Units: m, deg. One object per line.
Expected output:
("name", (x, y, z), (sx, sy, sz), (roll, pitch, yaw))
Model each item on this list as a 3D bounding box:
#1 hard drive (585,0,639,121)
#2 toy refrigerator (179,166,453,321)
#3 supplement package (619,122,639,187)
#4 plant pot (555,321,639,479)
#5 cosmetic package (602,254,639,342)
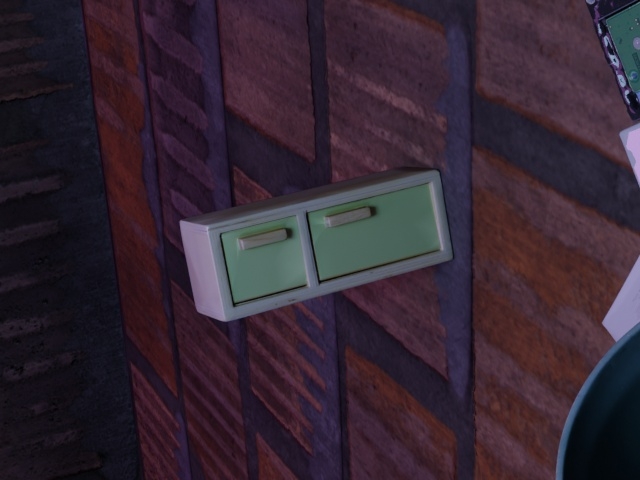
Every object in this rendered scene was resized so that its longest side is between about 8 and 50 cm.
("hard drive", (0.245, -0.273, 0.886), (0.237, 0.064, 0.339), (-25, 84, 55))
("toy refrigerator", (0.000, 0.000, 1.415), (0.094, 0.269, 0.102), (12, 113, 65))
("supplement package", (0.297, -0.055, 0.832), (0.179, 0.105, 0.105), (-25, 79, 37))
("plant pot", (0.317, 0.181, 0.842), (0.293, 0.293, 0.196), (41, 166, 53))
("cosmetic package", (0.298, 0.022, 1.016), (0.239, 0.060, 0.099), (105, 145, -49))
